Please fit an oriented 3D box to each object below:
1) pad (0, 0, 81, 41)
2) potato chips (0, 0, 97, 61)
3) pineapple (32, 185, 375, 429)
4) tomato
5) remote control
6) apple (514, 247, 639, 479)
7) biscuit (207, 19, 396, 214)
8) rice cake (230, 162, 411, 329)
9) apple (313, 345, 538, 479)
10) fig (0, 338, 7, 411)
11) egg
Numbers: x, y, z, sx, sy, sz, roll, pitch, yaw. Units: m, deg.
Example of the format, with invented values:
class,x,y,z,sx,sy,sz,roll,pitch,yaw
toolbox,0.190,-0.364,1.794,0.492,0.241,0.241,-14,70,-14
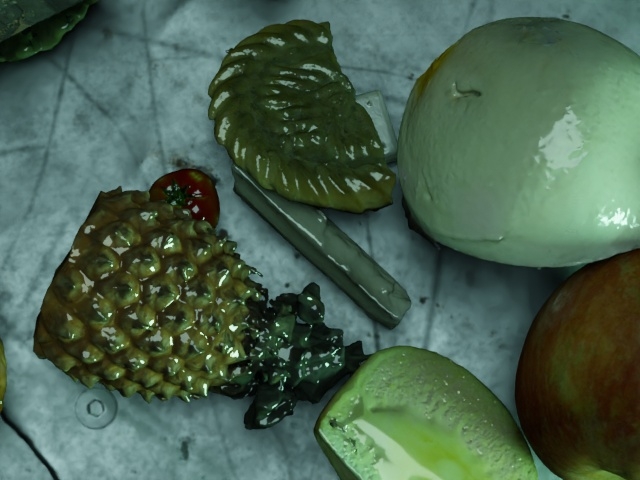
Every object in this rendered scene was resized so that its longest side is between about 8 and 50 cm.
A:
class,x,y,z,sx,sy,sz,roll,pitch,yaw
pad,-0.425,-0.369,1.605,0.247,0.007,0.367,-36,81,-33
potato chips,-0.386,-0.411,1.708,0.389,0.097,0.373,32,75,3
pineapple,-0.114,0.098,1.555,0.357,0.223,0.223,25,76,-10
tomato,-0.153,-0.036,1.644,0.087,0.075,0.087,-3,72,10
remote control,-0.008,-0.110,1.693,0.190,0.029,0.087,-16,78,-8
apple,0.350,0.137,1.528,0.301,0.301,0.301,1,76,-4
biscuit,-0.032,-0.140,1.640,0.187,0.036,0.273,-12,59,-20
rice cake,0.000,0.000,1.635,0.256,0.057,0.052,43,87,-1
apple,0.122,0.241,1.574,0.193,0.120,0.265,-40,85,-25
fig,-0.506,0.156,1.511,0.368,0.286,0.286,-41,81,19
egg,0.241,-0.130,1.561,0.337,0.201,0.337,-7,38,6
